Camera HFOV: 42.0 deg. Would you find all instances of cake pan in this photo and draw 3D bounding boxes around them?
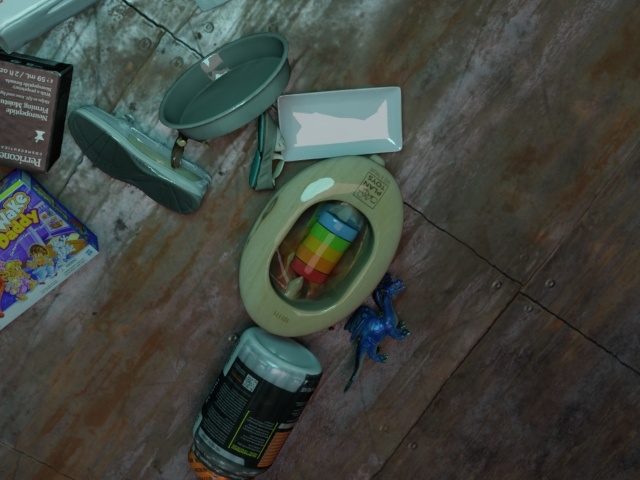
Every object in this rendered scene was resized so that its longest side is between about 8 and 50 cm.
[{"bbox_3d":[-0.182,-0.300,1.641,0.293,0.293,0.054,-31,126,2],"label":"cake pan"}]

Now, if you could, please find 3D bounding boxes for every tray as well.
[{"bbox_3d":[0.043,-0.256,1.816,0.270,0.030,0.145,-6,107,-7],"label":"tray"}]

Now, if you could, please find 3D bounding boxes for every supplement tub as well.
[{"bbox_3d":[-0.156,0.384,1.895,0.207,0.207,0.338,26,101,-15],"label":"supplement tub"}]

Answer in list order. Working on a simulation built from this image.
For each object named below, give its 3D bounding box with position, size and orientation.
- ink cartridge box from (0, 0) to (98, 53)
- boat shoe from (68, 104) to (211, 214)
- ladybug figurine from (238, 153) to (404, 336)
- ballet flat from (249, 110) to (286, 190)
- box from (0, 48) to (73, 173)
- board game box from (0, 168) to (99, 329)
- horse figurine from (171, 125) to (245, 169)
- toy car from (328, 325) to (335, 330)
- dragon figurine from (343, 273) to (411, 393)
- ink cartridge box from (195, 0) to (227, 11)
[{"bbox_3d":[-0.560,-0.580,1.483,0.285,0.166,0.395,-34,95,-9],"label":"ink cartridge box"},{"bbox_3d":[-0.376,-0.180,1.746,0.320,0.103,0.118,33,139,-13],"label":"boat shoe"},{"bbox_3d":[0.000,0.000,1.820,0.305,0.162,0.449,35,100,-16],"label":"ladybug figurine"},{"bbox_3d":[-0.107,-0.191,1.765,0.068,0.072,0.213,0,137,-14],"label":"ballet flat"},{"bbox_3d":[-0.595,-0.259,1.645,0.168,0.167,0.203,10,106,-12],"label":"box"},{"bbox_3d":[-0.677,0.040,1.746,0.347,0.078,0.233,-38,123,4],"label":"board game box"},{"bbox_3d":[-0.208,-0.251,1.713,0.263,0.174,0.066,-30,117,8],"label":"horse figurine"},{"bbox_3d":[-0.012,0.160,1.928,0.122,0.060,0.040,42,65,-25],"label":"toy car"},{"bbox_3d":[0.109,0.210,1.943,0.144,0.085,0.289,40,97,-18],"label":"dragon figurine"},{"bbox_3d":[-0.133,-0.643,1.576,0.385,0.091,0.308,-24,143,11],"label":"ink cartridge box"}]
